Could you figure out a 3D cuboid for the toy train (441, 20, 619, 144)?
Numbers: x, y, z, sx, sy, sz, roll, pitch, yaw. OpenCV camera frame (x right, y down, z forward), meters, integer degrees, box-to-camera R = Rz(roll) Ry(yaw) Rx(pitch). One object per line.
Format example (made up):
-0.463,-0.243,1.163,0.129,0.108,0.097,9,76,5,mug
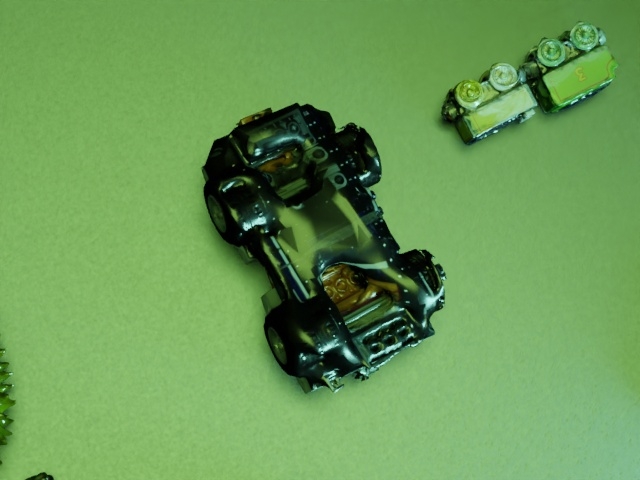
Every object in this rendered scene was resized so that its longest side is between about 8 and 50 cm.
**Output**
0.228,-0.167,1.894,0.202,0.060,0.081,-27,88,-8,toy train

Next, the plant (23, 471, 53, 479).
-0.312,0.438,1.724,0.251,0.180,0.333,-23,49,-3,plant

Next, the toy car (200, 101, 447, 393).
-0.001,-0.001,1.810,0.193,0.118,0.301,-24,81,-18,toy car

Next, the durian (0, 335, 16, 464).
-0.403,0.125,1.731,0.169,0.157,0.356,-15,80,9,durian
